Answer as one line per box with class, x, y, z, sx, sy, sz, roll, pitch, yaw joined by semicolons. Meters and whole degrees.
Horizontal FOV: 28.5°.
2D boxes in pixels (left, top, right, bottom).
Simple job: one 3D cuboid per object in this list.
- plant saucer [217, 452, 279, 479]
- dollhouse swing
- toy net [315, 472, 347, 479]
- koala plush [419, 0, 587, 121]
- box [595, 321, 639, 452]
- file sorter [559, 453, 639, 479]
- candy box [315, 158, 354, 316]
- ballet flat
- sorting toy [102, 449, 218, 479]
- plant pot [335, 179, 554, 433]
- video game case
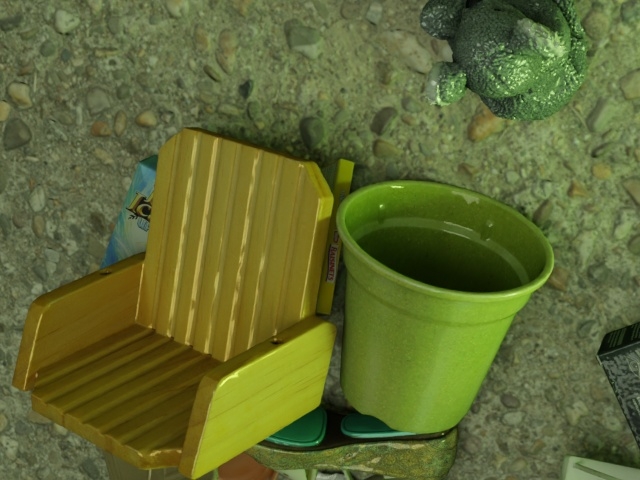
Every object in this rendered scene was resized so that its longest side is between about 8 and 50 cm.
plant saucer;-0.144;0.296;1.871;0.200;0.037;0.200;5;106;18
dollhouse swing;-0.187;0.056;1.579;0.347;0.315;0.305;20;121;38
toy net;-0.036;0.422;1.859;0.232;0.045;0.122;-27;100;21
koala plush;0.223;-0.228;1.509;0.196;0.221;0.203;-21;97;22
box;0.459;0.176;1.603;0.158;0.093;0.156;-23;96;24
file sorter;0.399;0.430;1.568;0.192;0.173;0.278;13;85;-11
candy box;0.000;0.000;1.670;0.027;0.105;0.206;14;78;-23
ballet flat;0.018;0.292;1.759;0.348;0.123;0.123;0;104;7
sorting toy;-0.207;0.252;1.785;0.307;0.041;0.229;-25;72;36
plant pot;0.133;0.097;1.624;0.276;0.276;0.254;20;121;13
video game case;-0.178;0.046;1.805;0.269;0.061;0.244;28;110;11
